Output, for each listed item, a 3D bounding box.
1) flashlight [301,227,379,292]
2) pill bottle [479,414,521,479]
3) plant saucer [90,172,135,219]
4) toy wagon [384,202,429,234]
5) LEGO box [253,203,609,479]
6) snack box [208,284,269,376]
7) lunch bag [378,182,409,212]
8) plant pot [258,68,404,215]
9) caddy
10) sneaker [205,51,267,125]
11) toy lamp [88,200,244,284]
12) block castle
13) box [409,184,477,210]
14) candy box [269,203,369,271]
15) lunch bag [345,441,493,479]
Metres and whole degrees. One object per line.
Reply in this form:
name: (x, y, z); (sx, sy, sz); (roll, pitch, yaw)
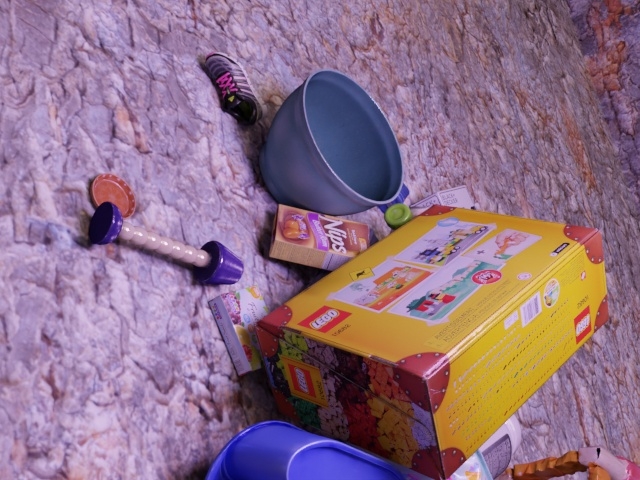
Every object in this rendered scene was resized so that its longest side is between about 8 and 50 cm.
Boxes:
flashlight: (0.030, 0.088, 1.705); (0.103, 0.103, 0.304); (32, 43, 2)
pill bottle: (0.288, 0.422, 1.737); (0.278, 0.162, 0.162); (-12, 77, -53)
plant saucer: (-0.340, -0.070, 1.415); (0.083, 0.013, 0.084); (30, 47, -38)
toy wagon: (0.176, 0.101, 1.804); (0.267, 0.068, 0.344); (56, 46, -47)
LEGO box: (0.202, 0.139, 1.493); (0.500, 0.372, 0.193); (-32, 119, -36)
snack box: (-0.126, 0.155, 1.509); (0.100, 0.037, 0.141); (-13, 78, -55)
lunch bag: (0.153, -0.117, 2.008); (0.098, 0.067, 0.065); (50, 37, -14)
plant pot: (0.002, -0.169, 1.745); (0.293, 0.196, 0.293); (29, 47, -37)
caddy: (-0.023, 0.413, 1.301); (0.341, 0.179, 0.241); (32, 69, -35)
sneaker: (-0.173, -0.298, 1.729); (0.170, 0.063, 0.075); (53, 30, -20)
toy lamp: (-0.244, 0.015, 1.425); (0.274, 0.080, 0.080); (21, 52, -40)
block castle: (0.503, 0.660, 1.727); (0.213, 0.303, 0.453); (37, 43, -32)
box: (0.349, 0.016, 2.146); (0.169, 0.087, 0.290); (-13, 78, -54)
candy box: (0.000, 0.000, 1.669); (0.186, 0.053, 0.109); (14, 40, -10)
lunch bag: (0.176, 0.415, 1.510); (0.160, 0.223, 0.262); (-31, 103, -40)
